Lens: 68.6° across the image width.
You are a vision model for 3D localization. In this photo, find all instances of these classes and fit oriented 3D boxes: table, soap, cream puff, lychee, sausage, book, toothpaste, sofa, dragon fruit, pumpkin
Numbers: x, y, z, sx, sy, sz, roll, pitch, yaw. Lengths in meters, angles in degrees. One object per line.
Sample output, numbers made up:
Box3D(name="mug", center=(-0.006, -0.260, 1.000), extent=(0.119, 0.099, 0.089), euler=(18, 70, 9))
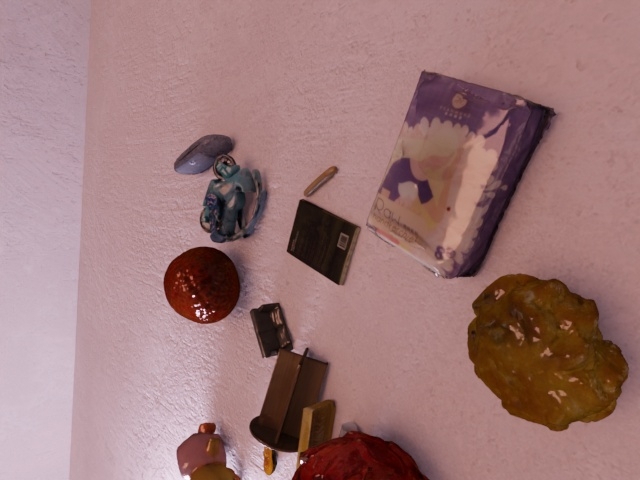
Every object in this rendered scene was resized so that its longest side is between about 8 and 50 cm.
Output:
Box3D(name="table", center=(-0.075, 0.404, 1.228), extent=(0.167, 0.167, 0.227), euler=(23, 98, 45))
Box3D(name="soap", center=(-0.014, 0.532, 1.193), extent=(0.037, 0.092, 0.252), euler=(12, 99, 42))
Box3D(name="cream puff", center=(0.344, 0.172, 0.733), extent=(0.244, 0.196, 0.244), euler=(-175, 90, -71))
Box3D(name="lychee", center=(-0.376, 0.143, 1.493), extent=(0.300, 0.255, 0.255), euler=(104, 149, -66))
Box3D(name="sausage", center=(-0.002, -0.156, 1.238), extent=(0.132, 0.024, 0.024), euler=(-38, 63, 41))
Box3D(name="book", center=(0.000, 0.000, 1.234), extent=(0.228, 0.024, 0.160), euler=(30, 110, 43))
Box3D(name="toothpaste", center=(0.057, 0.543, 1.159), extent=(0.067, 0.042, 0.195), euler=(25, 114, 41))
Box3D(name="sofa", center=(-0.138, 0.254, 1.336), extent=(0.060, 0.085, 0.147), euler=(-39, 62, 43))
Box3D(name="dragon fruit", center=(0.078, 0.546, 0.971), extent=(0.295, 0.301, 0.296), euler=(-21, 55, 34))
Box3D(name="pumpkin", center=(-0.145, 0.644, 1.379), extent=(0.050, 0.028, 0.083), euler=(-30, 59, 44))

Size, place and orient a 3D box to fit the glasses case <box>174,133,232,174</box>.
Box3D(name="glasses case", center=(-0.407, -0.292, 1.612), extent=(0.282, 0.109, 0.067), euler=(-24, 71, 44))

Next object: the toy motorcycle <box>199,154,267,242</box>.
Box3D(name="toy motorcycle", center=(-0.273, -0.120, 1.455), extent=(0.206, 0.154, 0.260), euler=(24, 105, 20))

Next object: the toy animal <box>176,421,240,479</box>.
Box3D(name="toy animal", center=(-0.361, 0.742, 1.508), extent=(0.281, 0.169, 0.196), euler=(46, 124, 38))

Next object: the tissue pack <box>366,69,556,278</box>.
Box3D(name="tissue pack", center=(0.246, -0.122, 0.898), extent=(0.242, 0.125, 0.344), euler=(37, 118, 40))
